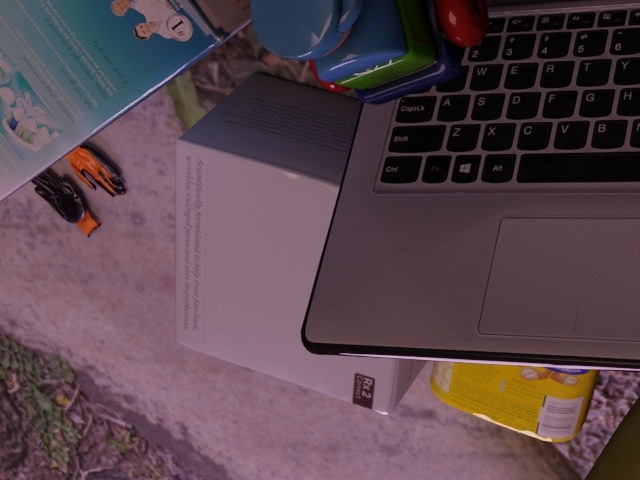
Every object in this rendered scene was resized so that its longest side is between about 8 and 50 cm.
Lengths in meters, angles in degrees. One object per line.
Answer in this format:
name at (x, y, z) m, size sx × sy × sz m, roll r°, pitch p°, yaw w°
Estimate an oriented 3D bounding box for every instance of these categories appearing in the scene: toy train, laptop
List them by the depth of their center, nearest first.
toy train at (-0.001, -0.204, 0.824) m, size 0.105 × 0.143 × 0.248 m, roll -17°, pitch 82°, yaw 27°
laptop at (0.158, -0.158, 0.829) m, size 0.382 × 0.408 × 0.236 m, roll 1°, pitch 152°, yaw 29°

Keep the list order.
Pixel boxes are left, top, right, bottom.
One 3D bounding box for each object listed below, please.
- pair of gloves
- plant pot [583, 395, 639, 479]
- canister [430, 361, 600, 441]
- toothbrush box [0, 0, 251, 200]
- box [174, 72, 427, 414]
pair of gloves at (-0.199, -0.047, 1.228) m, size 0.074 × 0.010 × 0.083 m, roll 41°, pitch 132°, yaw -2°
plant pot at (0.311, 0.128, 0.915) m, size 0.275 × 0.275 × 0.293 m, roll 23°, pitch 119°, yaw 15°
canister at (0.147, 0.050, 1.060) m, size 0.126 × 0.073 × 0.170 m, roll 20°, pitch 128°, yaw 16°
toothbrush box at (-0.144, -0.151, 1.002) m, size 0.295 × 0.216 × 0.126 m, roll -30°, pitch 101°, yaw 39°
box at (0.000, 0.000, 1.079) m, size 0.182 × 0.119 × 0.181 m, roll 17°, pitch 125°, yaw 19°
